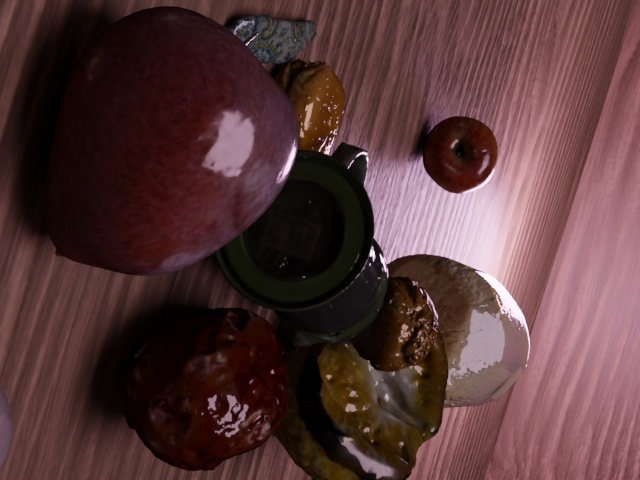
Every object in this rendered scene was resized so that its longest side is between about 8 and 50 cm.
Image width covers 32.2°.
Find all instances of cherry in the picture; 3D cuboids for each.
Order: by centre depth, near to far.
[{"bbox_3d":[-0.152,-0.093,1.108,0.307,0.221,0.261,-50,152,-5],"label":"cherry"}]

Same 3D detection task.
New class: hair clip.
[{"bbox_3d":[-0.053,-0.262,1.425,0.229,0.036,0.066,-25,135,-60],"label":"hair clip"}]

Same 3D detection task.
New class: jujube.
[{"bbox_3d":[-0.136,0.176,1.376,0.290,0.197,0.197,-44,147,-73],"label":"jujube"}]

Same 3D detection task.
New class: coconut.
[{"bbox_3d":[0.227,0.179,2.059,0.309,0.297,0.297,25,84,-62],"label":"coconut"}]

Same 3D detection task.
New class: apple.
[{"bbox_3d":[0.263,-0.162,2.079,0.131,0.146,0.146,29,80,-85],"label":"apple"}]

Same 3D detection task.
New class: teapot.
[{"bbox_3d":[0.000,0.000,1.496,0.337,0.200,0.270,60,50,-73],"label":"teapot"}]

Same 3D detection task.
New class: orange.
[{"bbox_3d":[0.054,0.255,1.790,0.210,0.271,0.369,-36,-175,44],"label":"orange"}]

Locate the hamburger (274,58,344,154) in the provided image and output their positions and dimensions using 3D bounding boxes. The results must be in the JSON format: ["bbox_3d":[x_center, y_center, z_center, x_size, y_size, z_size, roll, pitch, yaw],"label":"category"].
[{"bbox_3d":[-0.024,-0.170,1.500,0.138,0.083,0.147,43,64,-61],"label":"hamburger"}]

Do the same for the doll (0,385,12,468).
[{"bbox_3d":[-0.340,0.225,1.013,0.151,0.151,0.287,-51,153,-40],"label":"doll"}]

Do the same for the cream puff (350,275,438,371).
[{"bbox_3d":[0.116,0.127,1.669,0.165,0.115,0.150,-116,-145,-58],"label":"cream puff"}]
